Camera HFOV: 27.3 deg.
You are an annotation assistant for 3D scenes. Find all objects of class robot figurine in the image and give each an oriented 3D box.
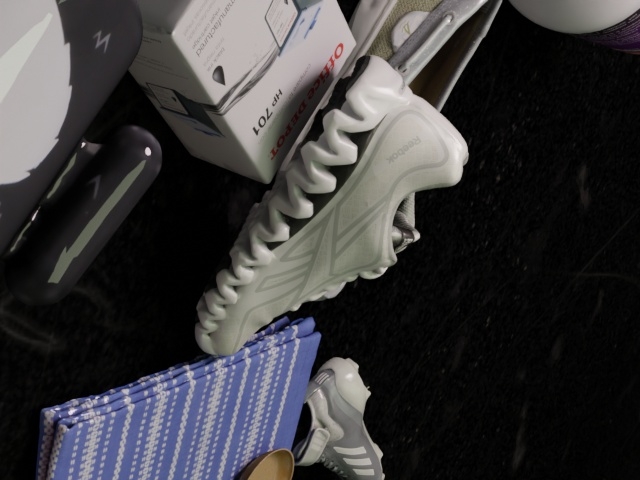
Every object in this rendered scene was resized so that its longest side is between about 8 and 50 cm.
[{"bbox_3d":[-0.196,-0.083,0.640,0.278,0.209,0.173,-59,163,-17],"label":"robot figurine"}]

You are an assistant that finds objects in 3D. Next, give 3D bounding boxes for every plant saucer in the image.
[{"bbox_3d":[-0.055,0.223,1.189,0.083,0.015,0.083,-40,143,-38],"label":"plant saucer"}]

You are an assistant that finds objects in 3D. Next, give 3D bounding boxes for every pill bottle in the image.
[{"bbox_3d":[0.288,-0.290,1.321,0.323,0.181,0.181,-3,112,-60],"label":"pill bottle"}]

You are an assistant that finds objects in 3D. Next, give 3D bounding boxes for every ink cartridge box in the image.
[{"bbox_3d":[-0.063,-0.151,0.922,0.139,0.082,0.190,-60,150,-16],"label":"ink cartridge box"}]

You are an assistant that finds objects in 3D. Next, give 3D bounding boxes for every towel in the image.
[{"bbox_3d":[-0.127,0.202,1.113,0.336,0.040,0.243,-17,126,-54],"label":"towel"}]

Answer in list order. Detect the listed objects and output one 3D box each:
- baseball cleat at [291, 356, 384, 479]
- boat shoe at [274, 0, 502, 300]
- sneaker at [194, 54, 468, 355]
[{"bbox_3d":[0.005,0.205,1.315,0.109,0.072,0.206,-35,134,-25],"label":"baseball cleat"},{"bbox_3d":[0.052,-0.091,1.135,0.320,0.103,0.118,-65,151,-6],"label":"boat shoe"},{"bbox_3d":[0.000,0.000,1.008,0.292,0.118,0.110,-52,-170,33],"label":"sneaker"}]
